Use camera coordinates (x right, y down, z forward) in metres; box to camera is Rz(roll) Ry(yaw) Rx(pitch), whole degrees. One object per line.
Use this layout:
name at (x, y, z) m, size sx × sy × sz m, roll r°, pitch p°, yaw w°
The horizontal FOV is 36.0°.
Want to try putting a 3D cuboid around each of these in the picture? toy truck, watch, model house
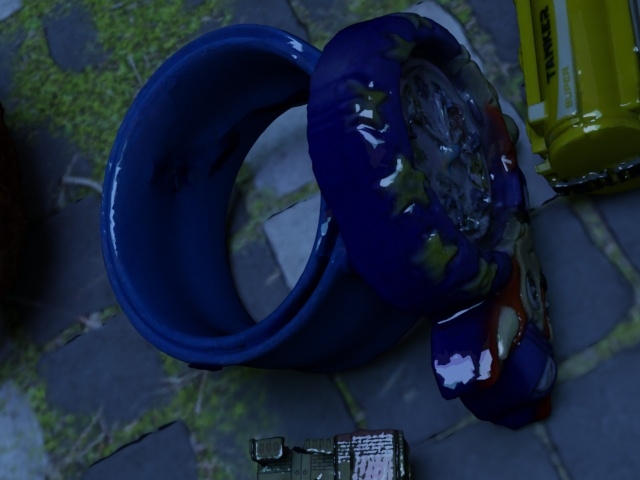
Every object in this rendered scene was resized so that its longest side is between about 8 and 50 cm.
toy truck at (0.155, -0.140, 0.518) m, size 0.114 × 0.098 × 0.227 m, roll -13°, pitch 66°, yaw 28°
watch at (-0.004, -0.009, 0.499) m, size 0.200 × 0.171 × 0.196 m, roll -12°, pitch 66°, yaw 31°
model house at (0.007, 0.128, 0.486) m, size 0.083 × 0.057 × 0.058 m, roll -6°, pitch 63°, yaw 16°

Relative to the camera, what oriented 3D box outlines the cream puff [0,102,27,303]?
cream puff at (-0.281, -0.022, 0.592) m, size 0.240 × 0.164 × 0.240 m, roll -4°, pitch 80°, yaw 24°
